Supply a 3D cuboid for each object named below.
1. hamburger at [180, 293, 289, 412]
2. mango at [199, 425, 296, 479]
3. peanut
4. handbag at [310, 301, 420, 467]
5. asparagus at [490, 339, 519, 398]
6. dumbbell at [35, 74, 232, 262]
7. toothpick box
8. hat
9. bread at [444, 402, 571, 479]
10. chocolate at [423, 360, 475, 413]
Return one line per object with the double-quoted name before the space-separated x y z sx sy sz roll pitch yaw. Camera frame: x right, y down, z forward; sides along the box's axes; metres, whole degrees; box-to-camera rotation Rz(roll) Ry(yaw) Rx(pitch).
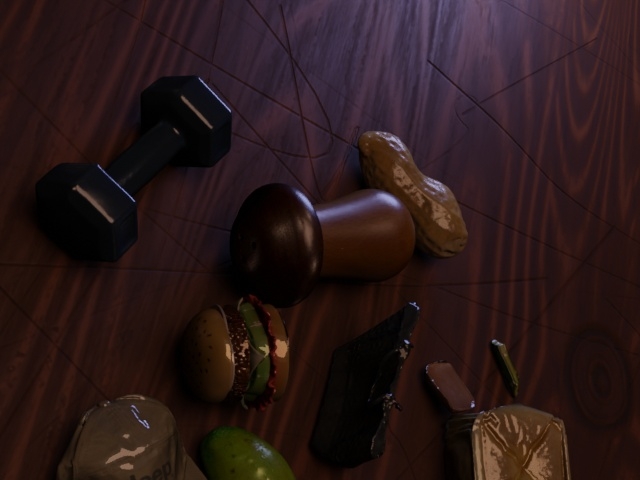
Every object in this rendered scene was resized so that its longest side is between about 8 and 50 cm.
"hamburger" -0.131 0.164 1.767 0.137 0.175 0.175 1 69 -25
"mango" -0.103 0.342 1.742 0.119 0.100 0.178 -30 78 -34
"peanut" 0.154 -0.080 2.090 0.263 0.101 0.117 46 28 -3
"handbag" 0.078 0.229 1.854 0.089 0.175 0.270 28 55 -16
"asparagus" 0.323 0.221 2.106 0.025 0.021 0.108 -12 76 -36
"dumbbell" -0.271 -0.111 1.813 0.160 0.144 0.325 46 54 -8
"toothpick box" 0.000 0.000 1.907 0.294 0.192 0.192 -7 73 -39
"hat" -0.222 0.326 1.629 0.245 0.149 0.214 30 43 32
"bread" 0.301 0.373 1.971 0.192 0.110 0.209 5 66 -23
"chocolate" 0.210 0.247 2.008 0.065 0.031 0.100 -10 52 -37
